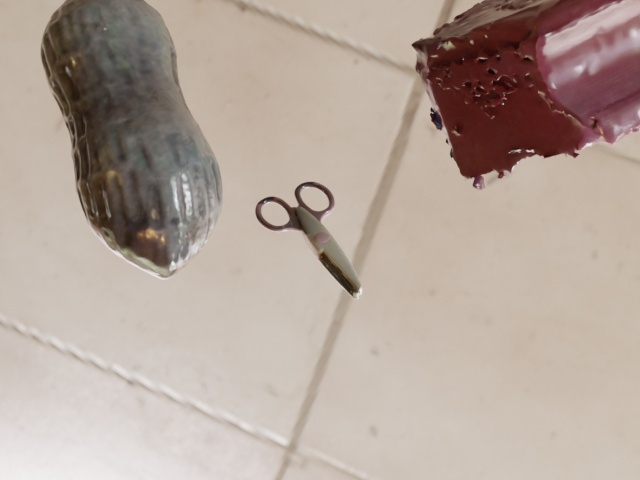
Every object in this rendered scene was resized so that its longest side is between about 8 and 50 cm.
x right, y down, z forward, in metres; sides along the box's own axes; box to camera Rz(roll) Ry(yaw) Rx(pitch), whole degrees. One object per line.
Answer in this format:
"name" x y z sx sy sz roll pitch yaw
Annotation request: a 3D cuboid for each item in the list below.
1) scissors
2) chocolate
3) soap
"scissors" 0.000 0.000 1.530 0.085 0.176 0.022 -21 136 -17
"chocolate" -0.096 -0.058 0.755 0.072 0.167 0.072 -14 151 -8
"soap" 0.178 -0.119 0.872 0.099 0.250 0.162 66 164 -13
